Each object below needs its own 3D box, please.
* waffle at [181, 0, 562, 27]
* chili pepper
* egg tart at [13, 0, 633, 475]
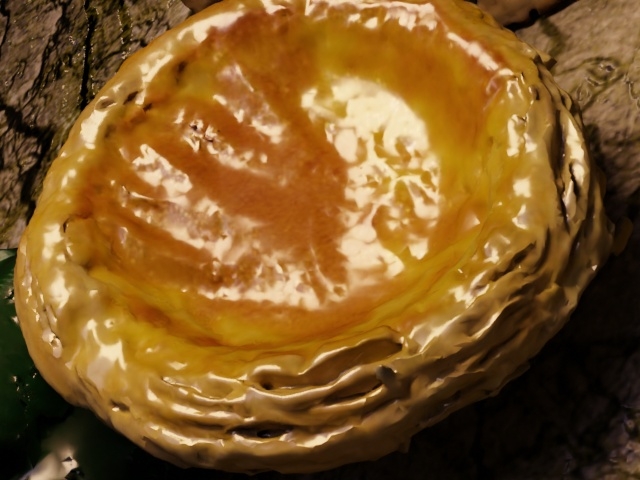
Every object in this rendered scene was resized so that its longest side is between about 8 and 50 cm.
[{"bbox_3d":[0.069,-0.257,1.168,0.376,0.261,0.114,-29,44,28],"label":"waffle"},{"bbox_3d":[-0.211,0.132,1.114,0.248,0.233,0.257,-34,6,38],"label":"chili pepper"},{"bbox_3d":[0.000,0.000,1.023,0.388,0.169,0.388,-7,51,9],"label":"egg tart"}]
